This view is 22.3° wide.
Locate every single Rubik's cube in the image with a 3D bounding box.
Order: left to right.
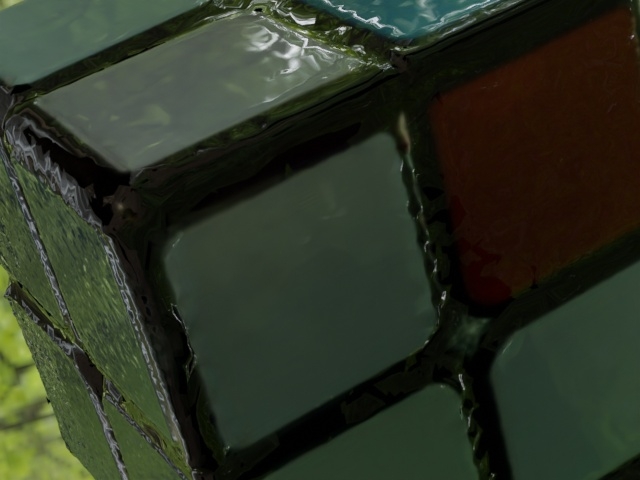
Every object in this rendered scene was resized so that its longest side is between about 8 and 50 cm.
[{"bbox_3d":[0.001,0.000,0.526,0.167,0.180,0.183,36,-35,53],"label":"Rubik's cube"}]
